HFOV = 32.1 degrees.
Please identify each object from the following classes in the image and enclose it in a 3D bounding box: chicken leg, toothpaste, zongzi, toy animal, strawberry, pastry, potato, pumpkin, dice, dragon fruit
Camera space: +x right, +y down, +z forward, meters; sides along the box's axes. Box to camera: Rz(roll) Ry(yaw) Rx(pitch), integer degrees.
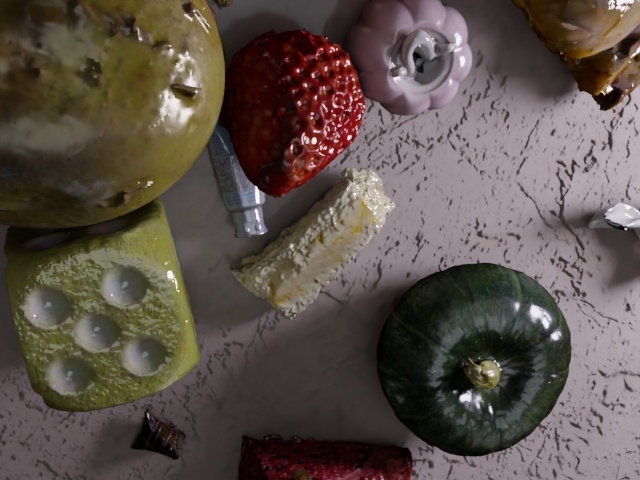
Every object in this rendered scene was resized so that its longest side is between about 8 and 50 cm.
[{"bbox_3d":[0.454,-0.339,1.614,0.409,0.182,0.295,-20,121,-23],"label":"chicken leg"},{"bbox_3d":[-0.120,-0.122,1.588,0.089,0.057,0.234,-12,102,-12],"label":"toothpaste"},{"bbox_3d":[-0.249,0.289,1.684,0.083,0.067,0.073,4,114,4],"label":"zongzi"},{"bbox_3d":[0.527,-0.014,1.735,0.181,0.131,0.127,48,70,-11],"label":"toy animal"},{"bbox_3d":[-0.043,-0.158,1.459,0.205,0.244,0.205,5,134,5],"label":"strawberry"},{"bbox_3d":[0.002,0.005,1.638,0.258,0.089,0.121,-40,124,4],"label":"pastry"},{"bbox_3d":[-0.336,-0.187,1.307,0.442,0.319,0.385,2,131,-4],"label":"potato"},{"bbox_3d":[0.237,0.178,1.677,0.300,0.207,0.300,-2,98,-11],"label":"pumpkin"},{"bbox_3d":[-0.296,0.078,1.506,0.227,0.238,0.233,-14,110,-8],"label":"dice"},{"bbox_3d":[0.008,0.381,1.722,0.330,0.302,0.240,-18,78,-23],"label":"dragon fruit"}]

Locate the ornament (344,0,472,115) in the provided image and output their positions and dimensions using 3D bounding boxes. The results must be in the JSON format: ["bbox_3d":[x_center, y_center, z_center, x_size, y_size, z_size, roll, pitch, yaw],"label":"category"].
[{"bbox_3d":[0.124,-0.259,1.539,0.178,0.177,0.177,-4,108,-12],"label":"ornament"}]

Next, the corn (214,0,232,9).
[{"bbox_3d":[-0.125,-0.356,1.522,0.028,0.027,0.083,19,102,3],"label":"corn"}]
